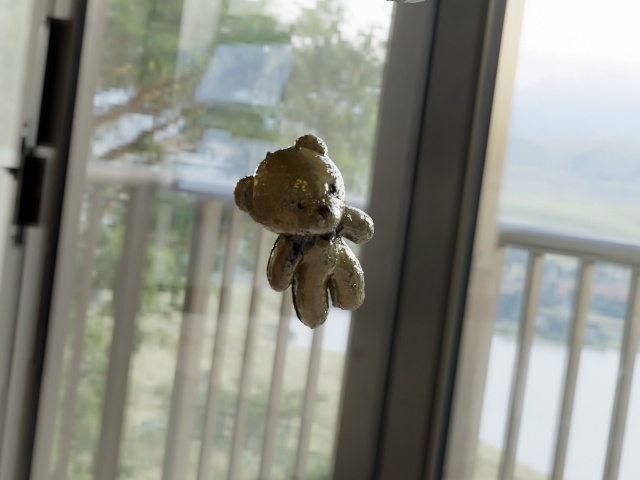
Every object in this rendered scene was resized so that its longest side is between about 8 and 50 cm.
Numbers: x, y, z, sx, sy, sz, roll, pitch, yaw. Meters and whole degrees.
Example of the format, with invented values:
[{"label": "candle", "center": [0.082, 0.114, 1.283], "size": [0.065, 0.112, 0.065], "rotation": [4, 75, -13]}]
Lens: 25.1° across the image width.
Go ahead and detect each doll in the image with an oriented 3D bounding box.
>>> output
[{"label": "doll", "center": [-0.005, -0.004, 0.704], "size": [0.061, 0.093, 0.051], "rotation": [-30, 54, -17]}]

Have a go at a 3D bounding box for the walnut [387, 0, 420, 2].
[{"label": "walnut", "center": [0.049, -0.271, 0.771], "size": [0.282, 0.253, 0.277], "rotation": [-18, 25, 31]}]
